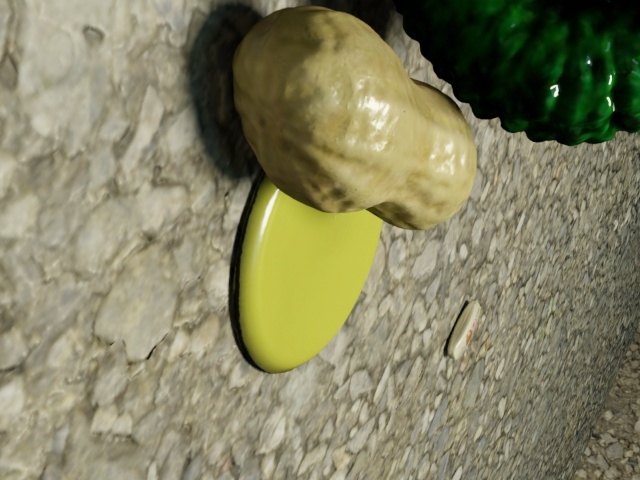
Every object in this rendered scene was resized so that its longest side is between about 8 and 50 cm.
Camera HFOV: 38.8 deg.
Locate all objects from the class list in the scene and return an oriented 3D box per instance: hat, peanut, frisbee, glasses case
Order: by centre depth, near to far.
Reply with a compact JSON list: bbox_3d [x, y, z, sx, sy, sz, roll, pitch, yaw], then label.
[{"bbox_3d":[0.032,-0.070,0.639,0.257,0.124,0.123,29,80,-54],"label":"peanut"},{"bbox_3d":[0.184,-0.219,0.731,0.274,0.242,0.332,61,13,-5],"label":"hat"},{"bbox_3d":[0.000,0.000,0.754,0.236,0.017,0.236,-40,139,-48],"label":"frisbee"},{"bbox_3d":[0.187,0.117,1.182,0.083,0.021,0.032,-60,150,-23],"label":"glasses case"}]
